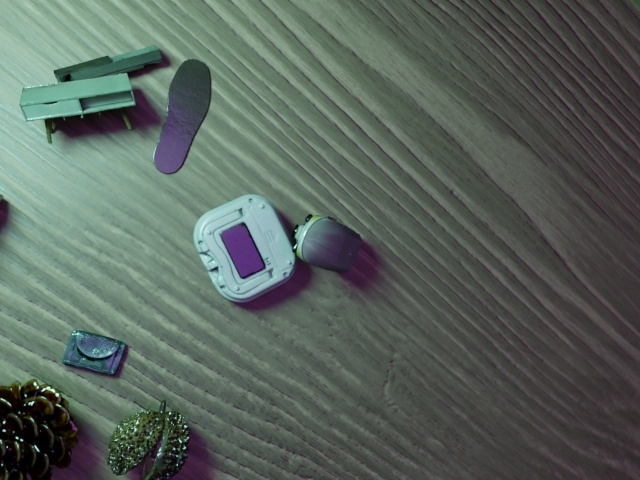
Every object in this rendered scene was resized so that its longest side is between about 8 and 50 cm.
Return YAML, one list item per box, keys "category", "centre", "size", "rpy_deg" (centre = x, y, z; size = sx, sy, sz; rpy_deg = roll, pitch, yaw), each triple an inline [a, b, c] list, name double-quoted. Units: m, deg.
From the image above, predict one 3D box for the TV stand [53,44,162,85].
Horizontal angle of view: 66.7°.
- category: "TV stand"
  centre: [-0.534, -0.441, 1.231]
  size: [0.256, 0.049, 0.040]
  rpy_deg: [-24, 131, -18]

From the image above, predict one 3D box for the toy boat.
- category: "toy boat"
  centre: [0.008, 0.003, 1.292]
  size: [0.269, 0.140, 0.141]
  rpy_deg: [23, 78, -49]

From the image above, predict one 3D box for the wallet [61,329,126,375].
- category: "wallet"
  centre: [-0.554, 0.275, 1.191]
  size: [0.129, 0.026, 0.089]
  rpy_deg: [19, 81, -15]

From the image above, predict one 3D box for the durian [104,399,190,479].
- category: "durian"
  centre: [-0.408, 0.482, 1.169]
  size: [0.196, 0.166, 0.196]
  rpy_deg: [10, 75, -41]

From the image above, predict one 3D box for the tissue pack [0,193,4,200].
- category: "tissue pack"
  centre: [-0.871, -0.079, 1.069]
  size: [0.225, 0.124, 0.185]
  rpy_deg: [28, 80, -12]

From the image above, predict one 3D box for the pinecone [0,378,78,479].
- category: "pinecone"
  centre: [-0.664, 0.435, 1.019]
  size: [0.246, 0.292, 0.247]
  rpy_deg: [0, 90, 7]

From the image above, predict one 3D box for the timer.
- category: "timer"
  centre: [-0.194, 0.021, 1.286]
  size: [0.236, 0.087, 0.262]
  rpy_deg: [-27, 95, -16]

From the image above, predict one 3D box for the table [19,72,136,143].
- category: "table"
  centre: [-0.571, -0.316, 1.174]
  size: [0.239, 0.122, 0.111]
  rpy_deg: [-14, 129, -17]

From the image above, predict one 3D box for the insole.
- category: "insole"
  centre: [-0.368, -0.333, 1.301]
  size: [0.111, 0.007, 0.328]
  rpy_deg: [17, 82, -14]
